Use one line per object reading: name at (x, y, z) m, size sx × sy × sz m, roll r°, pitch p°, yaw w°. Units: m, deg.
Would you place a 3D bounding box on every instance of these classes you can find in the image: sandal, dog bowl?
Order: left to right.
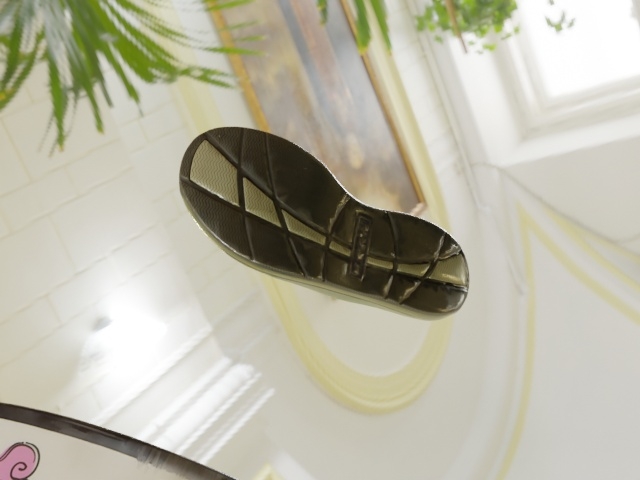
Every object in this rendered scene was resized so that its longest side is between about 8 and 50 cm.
dog bowl at (-0.181, 0.294, 0.792) m, size 0.408 × 0.408 × 0.150 m, roll -9°, pitch -130°, yaw 41°
sandal at (0.001, 0.002, 0.835) m, size 0.086 × 0.303 × 0.120 m, roll -20°, pitch -133°, yaw 60°
